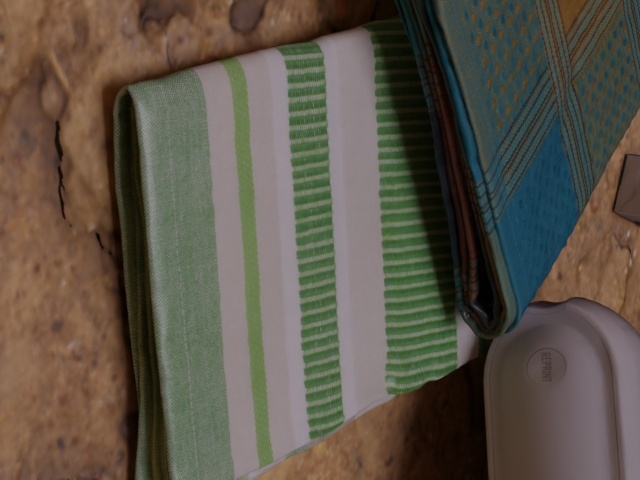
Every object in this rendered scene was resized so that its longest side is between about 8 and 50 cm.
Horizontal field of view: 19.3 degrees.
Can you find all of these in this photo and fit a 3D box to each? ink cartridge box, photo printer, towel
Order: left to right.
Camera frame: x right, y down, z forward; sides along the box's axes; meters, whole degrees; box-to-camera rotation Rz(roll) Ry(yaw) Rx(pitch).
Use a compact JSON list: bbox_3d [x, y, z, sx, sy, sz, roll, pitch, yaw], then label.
[{"bbox_3d":[0.000,0.000,1.109,0.325,0.038,0.248,-22,115,-49],"label":"towel"},{"bbox_3d":[0.151,-0.145,1.244,0.370,0.040,0.271,-55,140,-46],"label":"towel"},{"bbox_3d":[0.187,0.197,1.279,0.256,0.107,0.308,40,46,-64],"label":"photo printer"},{"bbox_3d":[0.264,-0.034,1.474,0.083,0.028,0.048,21,81,-55],"label":"ink cartridge box"}]
